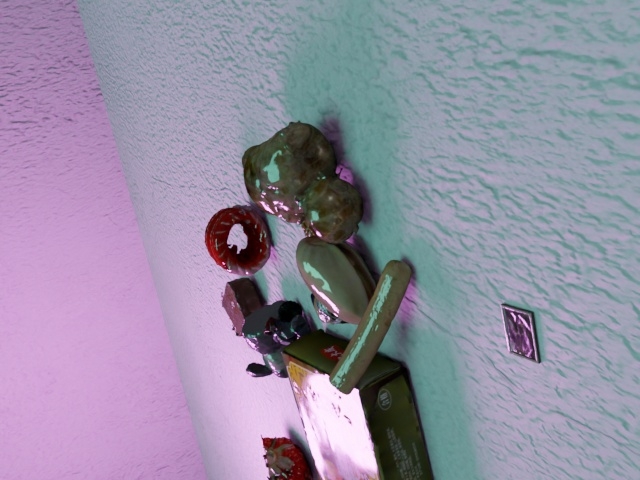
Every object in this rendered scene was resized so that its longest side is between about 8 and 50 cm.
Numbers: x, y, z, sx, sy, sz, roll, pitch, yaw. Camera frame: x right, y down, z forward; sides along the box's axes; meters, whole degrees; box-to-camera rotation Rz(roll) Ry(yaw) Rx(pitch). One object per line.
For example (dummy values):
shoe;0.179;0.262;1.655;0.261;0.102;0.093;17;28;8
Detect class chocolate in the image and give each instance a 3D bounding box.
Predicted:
chocolate;-0.247;0.210;2.061;0.148;0.093;0.214;60;154;16

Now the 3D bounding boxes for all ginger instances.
ginger;-0.066;-0.129;1.375;0.375;0.176;0.256;18;140;58

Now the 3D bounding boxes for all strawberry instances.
strawberry;-0.100;0.808;2.169;0.253;0.150;0.280;-120;16;-69

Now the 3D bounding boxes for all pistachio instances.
pistachio;0.037;0.077;1.368;0.223;0.126;0.152;44;132;9

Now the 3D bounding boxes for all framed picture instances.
framed picture;0.317;0.147;1.018;0.066;0.006;0.089;15;122;59

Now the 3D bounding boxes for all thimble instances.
thimble;-0.232;0.003;1.798;0.125;0.163;0.189;15;122;61

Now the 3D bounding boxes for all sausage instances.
sausage;0.101;0.172;1.274;0.066;0.066;0.301;45;119;41

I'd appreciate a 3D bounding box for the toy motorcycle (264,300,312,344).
toy motorcycle;-0.071;0.268;1.728;0.213;0.122;0.082;59;168;19

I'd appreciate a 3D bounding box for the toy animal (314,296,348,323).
toy animal;0.033;0.134;1.456;0.098;0.098;0.137;34;153;50

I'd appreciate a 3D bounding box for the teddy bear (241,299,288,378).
teddy bear;-0.151;0.311;1.878;0.144;0.171;0.251;-117;11;-62

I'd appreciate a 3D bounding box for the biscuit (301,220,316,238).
biscuit;0.000;0.000;1.502;0.175;0.026;0.124;54;150;27

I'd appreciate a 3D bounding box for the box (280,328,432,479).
box;0.091;0.458;1.541;0.373;0.138;0.420;12;120;60

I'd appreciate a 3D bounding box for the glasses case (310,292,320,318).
glasses case;-0.003;0.170;1.636;0.083;0.023;0.033;64;156;10
